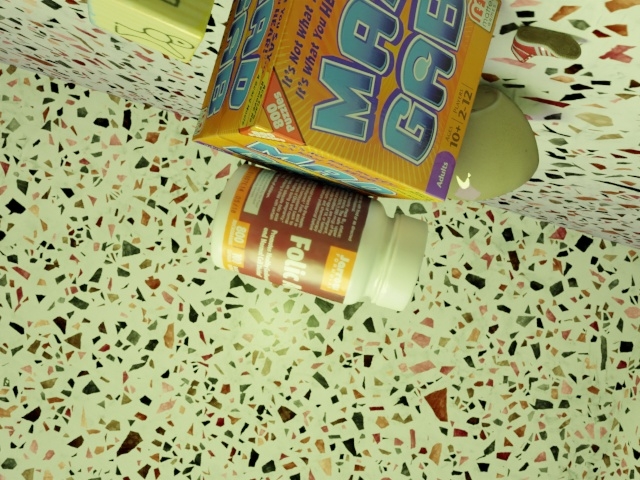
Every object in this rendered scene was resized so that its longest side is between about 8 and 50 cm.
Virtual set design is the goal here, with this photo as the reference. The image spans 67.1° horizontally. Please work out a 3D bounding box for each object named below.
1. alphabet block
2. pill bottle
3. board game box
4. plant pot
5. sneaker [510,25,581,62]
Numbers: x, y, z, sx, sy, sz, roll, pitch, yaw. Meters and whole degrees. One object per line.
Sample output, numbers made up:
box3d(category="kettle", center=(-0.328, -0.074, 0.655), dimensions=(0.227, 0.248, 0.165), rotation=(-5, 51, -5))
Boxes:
box3d(category="alphabet block", center=(-0.301, -0.475, 0.894), dimensions=(0.197, 0.193, 0.192), rotation=(16, 180, -25))
box3d(category="pill bottle", center=(0.000, 0.000, 0.977), dimensions=(0.392, 0.224, 0.224), rotation=(16, 179, 4))
box3d(category="board game box", center=(0.027, -0.295, 0.871), dimensions=(0.357, 0.356, 0.356), rotation=(16, 179, -29))
box3d(category="plant pot", center=(0.374, -0.259, 1.173), dimensions=(0.284, 0.284, 0.191), rotation=(15, 143, 37))
box3d(category="sneaker", center=(0.408, -0.349, 0.883), dimensions=(0.118, 0.042, 0.067), rotation=(23, 176, 7))
